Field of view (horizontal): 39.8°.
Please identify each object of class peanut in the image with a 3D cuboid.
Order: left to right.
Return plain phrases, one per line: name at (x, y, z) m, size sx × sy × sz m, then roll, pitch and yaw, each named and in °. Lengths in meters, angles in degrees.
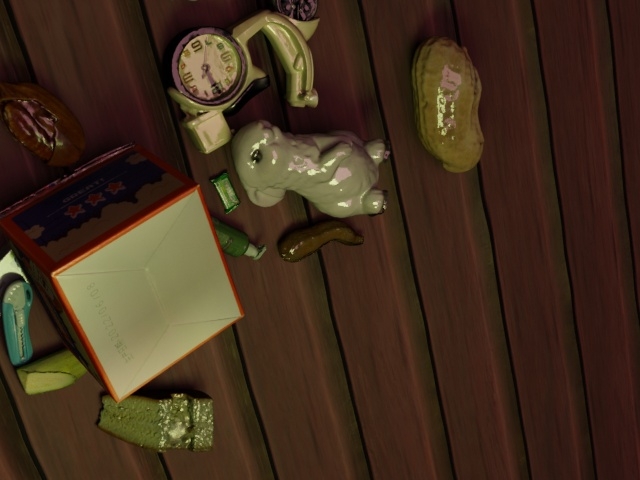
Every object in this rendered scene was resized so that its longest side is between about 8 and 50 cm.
peanut at (0.299, -0.318, 2.106) m, size 0.174 × 0.158 × 0.340 m, roll -34°, pitch 125°, yaw -52°

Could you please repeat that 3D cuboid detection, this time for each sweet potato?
sweet potato at (0.002, -0.006, 2.070) m, size 0.233 × 0.062 × 0.081 m, roll -14°, pitch 124°, yaw -29°

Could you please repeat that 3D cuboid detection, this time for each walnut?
walnut at (-0.534, -0.225, 1.687) m, size 0.116 × 0.116 × 0.207 m, roll -46°, pitch 119°, yaw -12°

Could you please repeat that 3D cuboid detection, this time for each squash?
squash at (-0.522, 0.257, 1.831) m, size 0.200 × 0.075 × 0.090 m, roll -26°, pitch 130°, yaw -22°

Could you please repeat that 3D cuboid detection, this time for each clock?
clock at (-0.143, -0.369, 1.872) m, size 0.379 × 0.120 × 0.276 m, roll -29°, pitch 112°, yaw -15°

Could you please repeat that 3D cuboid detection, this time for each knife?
knife at (-0.595, 0.169, 1.748) m, size 0.064 × 0.031 × 0.222 m, roll -26°, pitch 140°, yaw -38°

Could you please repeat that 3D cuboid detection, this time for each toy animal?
toy animal at (-0.034, -0.156, 1.907) m, size 0.357 × 0.258 × 0.194 m, roll 8°, pitch 67°, yaw -24°

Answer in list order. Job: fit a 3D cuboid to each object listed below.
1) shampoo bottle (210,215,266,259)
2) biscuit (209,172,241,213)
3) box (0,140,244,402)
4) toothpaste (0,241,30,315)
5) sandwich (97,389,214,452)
shampoo bottle at (-0.215, -0.010, 1.943) m, size 0.204 × 0.065 × 0.065 m, roll 28°, pitch 88°, yaw -31°
biscuit at (-0.208, -0.106, 1.951) m, size 0.046 × 0.016 × 0.089 m, roll -32°, pitch 115°, yaw -17°
box at (-0.376, 0.054, 1.708) m, size 0.318 × 0.257 × 0.348 m, roll -34°, pitch 133°, yaw -21°
toothpaste at (-0.584, 0.028, 1.746) m, size 0.336 × 0.067 × 0.081 m, roll -49°, pitch 121°, yaw -10°
sandwich at (-0.356, 0.392, 1.931) m, size 0.236 × 0.128 × 0.122 m, roll 5°, pitch 92°, yaw -30°
